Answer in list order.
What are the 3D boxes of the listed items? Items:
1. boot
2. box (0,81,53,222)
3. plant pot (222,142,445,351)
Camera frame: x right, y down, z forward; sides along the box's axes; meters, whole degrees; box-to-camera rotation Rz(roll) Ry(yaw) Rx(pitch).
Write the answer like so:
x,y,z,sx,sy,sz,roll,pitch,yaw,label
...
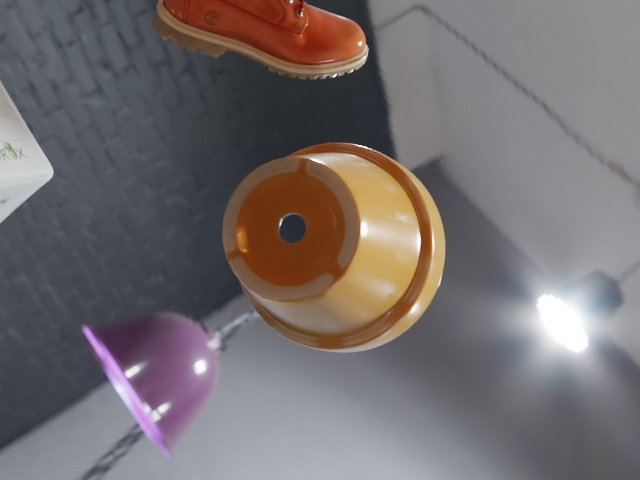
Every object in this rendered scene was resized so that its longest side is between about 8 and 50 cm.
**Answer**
x,y,z,sx,sy,sz,roll,pitch,yaw,label
-0.029,-0.164,0.884,0.059,0.157,0.085,-111,-142,-48,boot
-0.166,-0.025,0.407,0.087,0.101,0.102,59,29,9,box
0.000,0.000,1.193,0.205,0.205,0.188,53,9,15,plant pot
